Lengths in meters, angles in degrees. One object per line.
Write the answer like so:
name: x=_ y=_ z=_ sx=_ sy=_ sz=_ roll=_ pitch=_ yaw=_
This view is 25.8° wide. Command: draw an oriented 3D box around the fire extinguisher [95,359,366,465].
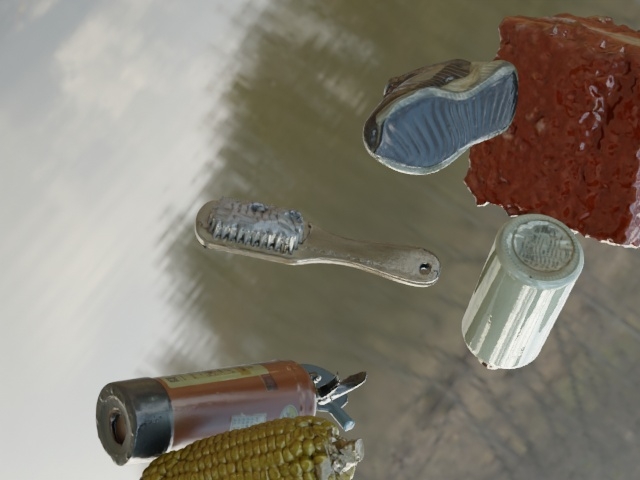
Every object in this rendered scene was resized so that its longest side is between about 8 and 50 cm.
fire extinguisher: x=-0.134 y=0.233 z=1.945 sx=0.376 sy=0.113 sz=0.200 roll=-4 pitch=172 yaw=-34

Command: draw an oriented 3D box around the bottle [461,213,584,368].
bottle: x=0.229 y=0.077 z=1.649 sx=0.104 sy=0.104 sz=0.245 roll=-48 pitch=163 yaw=-32

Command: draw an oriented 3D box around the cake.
cake: x=0.396 y=-0.158 z=1.896 sx=0.319 sy=0.269 sz=0.270 roll=-9 pitch=116 yaw=-52

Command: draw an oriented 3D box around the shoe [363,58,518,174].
shoe: x=0.118 y=-0.146 z=1.551 sx=0.227 sy=0.112 sz=0.099 roll=-23 pitch=122 yaw=-34

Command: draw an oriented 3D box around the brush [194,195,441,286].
brush: x=0.000 y=0.000 z=1.813 sx=0.065 sy=0.327 sz=0.070 roll=113 pitch=-11 yaw=-66

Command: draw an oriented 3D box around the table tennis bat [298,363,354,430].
table tennis bat: x=0.003 y=0.241 z=2.180 sx=0.100 sy=0.155 sz=0.019 roll=-7 pitch=126 yaw=-37

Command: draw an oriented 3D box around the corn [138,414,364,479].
corn: x=-0.092 y=0.290 z=1.743 sx=0.321 sy=0.119 sz=0.119 roll=-14 pitch=-175 yaw=21
